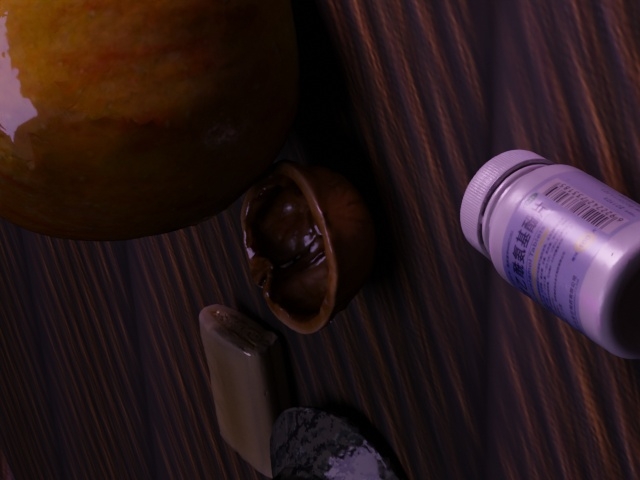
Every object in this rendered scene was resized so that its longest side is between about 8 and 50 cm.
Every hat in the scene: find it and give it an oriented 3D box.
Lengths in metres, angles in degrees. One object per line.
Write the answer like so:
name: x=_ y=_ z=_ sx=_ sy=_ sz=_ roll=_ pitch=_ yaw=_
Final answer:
hat: x=-0.013 y=0.311 z=2.128 sx=0.265 sy=0.128 sz=0.265 roll=40 pitch=146 yaw=35

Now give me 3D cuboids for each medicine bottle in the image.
medicine bottle: x=0.192 y=0.006 z=1.462 sx=0.186 sy=0.102 sz=0.103 roll=38 pitch=144 yaw=49

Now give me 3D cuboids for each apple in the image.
apple: x=-0.209 y=-0.185 z=1.837 sx=0.400 sy=0.333 sz=0.400 roll=37 pitch=135 yaw=49

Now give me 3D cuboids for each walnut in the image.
walnut: x=0.002 y=-0.001 z=1.890 sx=0.211 sy=0.087 sz=0.167 roll=-33 pitch=72 yaw=65

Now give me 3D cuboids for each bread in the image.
bread: x=-0.082 y=0.171 z=2.272 sx=0.139 sy=0.060 sz=0.178 roll=35 pitch=142 yaw=50
